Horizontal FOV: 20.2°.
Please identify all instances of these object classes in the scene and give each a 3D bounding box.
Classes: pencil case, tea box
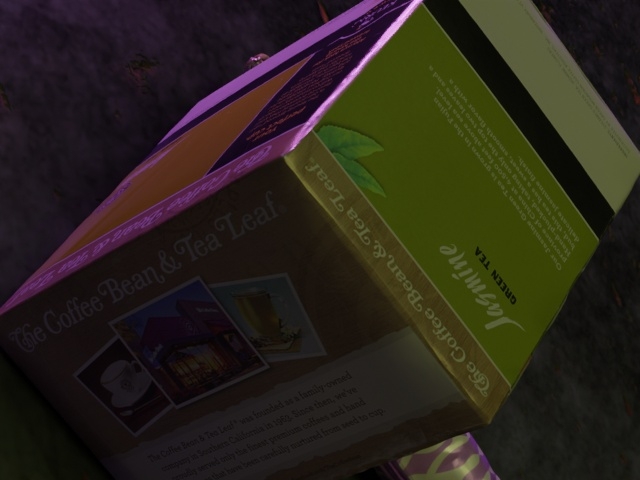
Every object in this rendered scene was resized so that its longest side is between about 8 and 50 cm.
[{"bbox_3d":[0.080,0.175,1.445,0.206,0.086,0.088,53,35,-11],"label":"pencil case"},{"bbox_3d":[0.000,0.000,1.274,0.220,0.329,0.323,52,43,-12],"label":"tea box"}]

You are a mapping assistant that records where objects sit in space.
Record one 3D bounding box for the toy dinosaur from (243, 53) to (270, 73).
[{"bbox_3d":[0.026,-0.095,1.558,0.268,0.064,0.118,37,54,-29],"label":"toy dinosaur"}]
